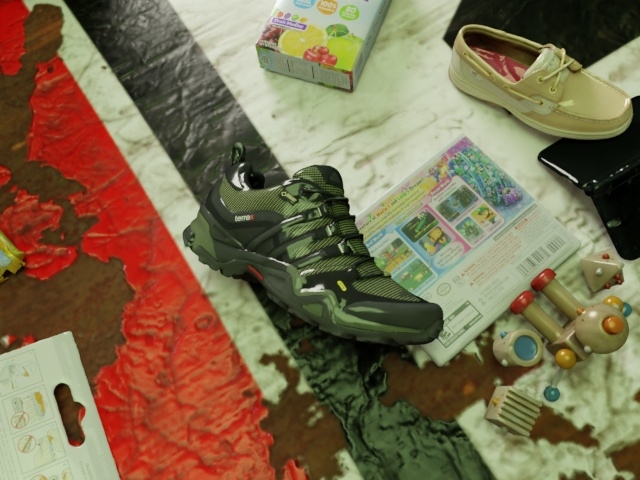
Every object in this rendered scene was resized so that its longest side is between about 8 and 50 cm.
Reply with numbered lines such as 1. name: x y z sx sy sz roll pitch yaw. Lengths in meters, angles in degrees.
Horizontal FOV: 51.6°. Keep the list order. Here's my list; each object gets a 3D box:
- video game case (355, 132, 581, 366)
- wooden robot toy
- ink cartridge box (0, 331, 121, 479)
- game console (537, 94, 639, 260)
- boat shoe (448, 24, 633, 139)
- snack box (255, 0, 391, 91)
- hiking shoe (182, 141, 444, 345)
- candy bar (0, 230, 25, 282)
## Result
1. video game case: 0.111 0.002 0.558 0.157 0.019 0.143 -38 69 -9
2. wooden robot toy: 0.183 0.064 0.484 0.076 0.079 0.173 45 77 3
3. ink cartridge box: -0.266 0.169 0.524 0.179 0.045 0.145 -18 65 -22
4. game console: 0.272 -0.057 0.570 0.122 0.071 0.107 -30 98 -6
5. boat shoe: 0.189 -0.141 0.578 0.170 0.059 0.063 26 70 22
6. snack box: 0.009 -0.223 0.649 0.100 0.037 0.141 19 70 12
7. hiking shoe: 0.000 0.000 0.515 0.226 0.086 0.114 25 93 18
8. candy bar: -0.329 -0.021 0.610 0.161 0.018 0.040 41 80 19
